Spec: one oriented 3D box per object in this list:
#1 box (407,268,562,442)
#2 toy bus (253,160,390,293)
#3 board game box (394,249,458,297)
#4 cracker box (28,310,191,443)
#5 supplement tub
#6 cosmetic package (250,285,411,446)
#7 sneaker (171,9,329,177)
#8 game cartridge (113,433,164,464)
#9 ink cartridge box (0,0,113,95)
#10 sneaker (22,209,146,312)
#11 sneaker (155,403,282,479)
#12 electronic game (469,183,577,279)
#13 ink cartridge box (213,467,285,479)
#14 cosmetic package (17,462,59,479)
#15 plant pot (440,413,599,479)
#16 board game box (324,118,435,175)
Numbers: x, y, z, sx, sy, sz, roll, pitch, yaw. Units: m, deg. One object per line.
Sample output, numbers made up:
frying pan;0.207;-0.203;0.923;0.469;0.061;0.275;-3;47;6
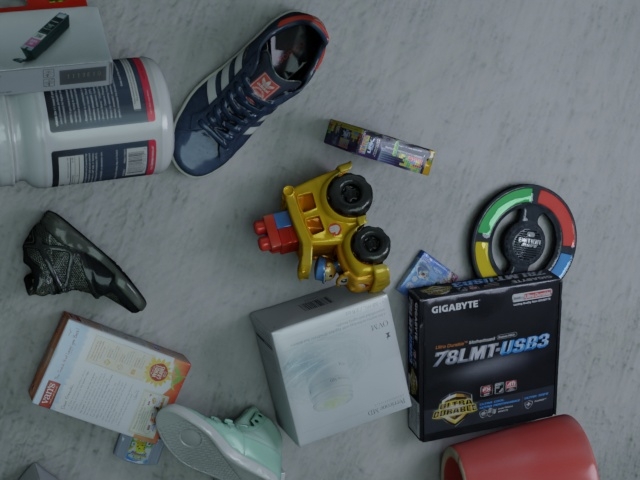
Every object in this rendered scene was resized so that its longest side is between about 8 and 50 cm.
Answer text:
box;0.311;0.216;2.173;0.295;0.073;0.293;-7;111;-17
toy bus;0.000;0.000;1.969;0.211;0.149;0.220;-17;74;-11
board game box;0.200;0.079;2.153;0.090;0.020;0.090;35;89;-22
cracker box;-0.360;0.235;1.958;0.232;0.067;0.156;24;91;-23
supplement tub;-0.381;-0.184;1.803;0.272;0.191;0.191;-8;103;-18
cosmetic package;0.019;0.216;2.053;0.224;0.138;0.225;-18;107;-16
sneaker;-0.118;-0.247;1.908;0.131;0.148;0.350;40;86;-22
game cartridge;-0.321;0.368;2.025;0.083;0.017;0.056;17;98;-21
ink cartridge box;-0.472;-0.323;1.732;0.275;0.239;0.060;-9;146;-18
sneaker;-0.403;0.067;1.903;0.227;0.087;0.130;41;87;-18
sneaker;-0.174;0.337;2.018;0.256;0.151;0.094;38;121;-18
electronic game;0.389;0.005;2.191;0.229;0.048;0.229;-4;101;-19
ink cartridge box;-0.132;0.454;2.089;0.122;0.052;0.088;6;98;-22
cosmetic package;-0.535;0.631;1.920;0.230;0.161;0.453;43;84;-22
plant pot;0.369;0.477;2.174;0.243;0.275;0.275;-4;102;-10
board game box;0.100;-0.163;1.990;0.141;0.170;0.048;13;97;-20
